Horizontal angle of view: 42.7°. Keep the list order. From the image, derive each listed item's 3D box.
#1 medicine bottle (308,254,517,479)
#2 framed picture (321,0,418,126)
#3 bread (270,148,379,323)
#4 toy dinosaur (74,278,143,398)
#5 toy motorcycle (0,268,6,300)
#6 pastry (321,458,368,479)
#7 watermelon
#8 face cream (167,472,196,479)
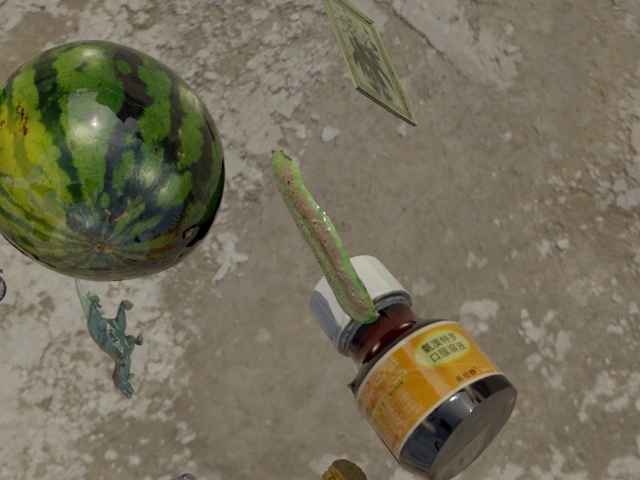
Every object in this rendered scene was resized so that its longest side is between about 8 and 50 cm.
[{"bbox_3d":[0.138,0.211,1.449,0.395,0.243,0.242,45,116,31],"label":"medicine bottle"},{"bbox_3d":[0.071,-0.297,1.295,0.010,0.173,0.231,-33,60,27],"label":"framed picture"},{"bbox_3d":[-0.002,-0.005,1.208,0.045,0.301,0.301,-29,107,-4],"label":"bread"},{"bbox_3d":[-0.401,0.157,1.499,0.242,0.053,0.167,42,128,18],"label":"toy dinosaur"},{"bbox_3d":[-0.772,0.137,1.655,0.182,0.272,0.123,31,148,0],"label":"toy motorcycle"},{"bbox_3d":[0.053,0.503,1.699,0.097,0.109,0.057,37,105,-11],"label":"pastry"},{"bbox_3d":[-0.258,-0.093,0.973,0.285,0.285,0.285,2,112,6],"label":"watermelon"},{"bbox_3d":[-0.292,0.494,1.658,0.083,0.021,0.040,-27,137,24],"label":"face cream"}]
